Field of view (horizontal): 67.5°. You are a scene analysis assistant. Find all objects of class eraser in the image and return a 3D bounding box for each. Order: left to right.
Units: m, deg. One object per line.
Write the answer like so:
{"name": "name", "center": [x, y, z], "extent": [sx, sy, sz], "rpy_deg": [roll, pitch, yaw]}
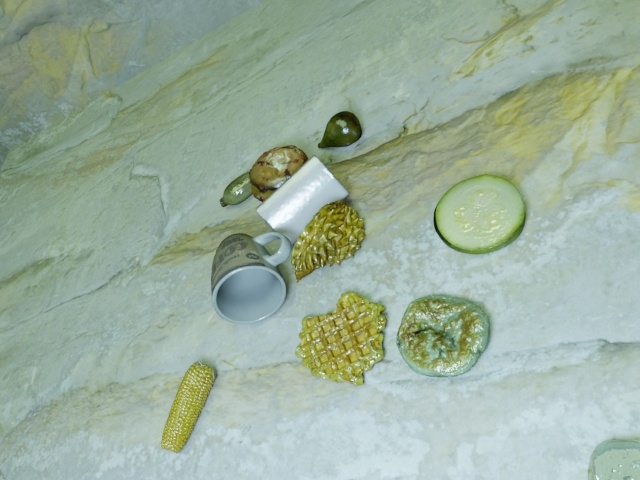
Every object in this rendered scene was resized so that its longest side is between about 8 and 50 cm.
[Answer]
{"name": "eraser", "center": [-0.060, -0.131, 1.592], "extent": [0.270, 0.174, 0.095], "rpy_deg": [-42, 11, 7]}

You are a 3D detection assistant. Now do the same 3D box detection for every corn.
{"name": "corn", "center": [-0.393, 0.489, 1.421], "extent": [0.091, 0.091, 0.260], "rpy_deg": [-28, 38, 59]}

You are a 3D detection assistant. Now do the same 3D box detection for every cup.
{"name": "cup", "center": [-0.219, 0.070, 1.513], "extent": [0.301, 0.227, 0.257], "rpy_deg": [-43, 40, 15]}

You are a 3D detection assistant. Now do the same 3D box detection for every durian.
{"name": "durian", "center": [0.004, -0.013, 1.478], "extent": [0.305, 0.195, 0.185], "rpy_deg": [-47, 55, -9]}

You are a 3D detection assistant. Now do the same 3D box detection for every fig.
{"name": "fig", "center": [0.056, -0.396, 1.754], "extent": [0.185, 0.126, 0.133], "rpy_deg": [-17, 65, 14]}

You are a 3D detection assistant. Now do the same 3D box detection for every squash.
{"name": "squash", "center": [0.448, -0.070, 1.362], "extent": [0.252, 0.049, 0.252], "rpy_deg": [-15, 55, 22]}

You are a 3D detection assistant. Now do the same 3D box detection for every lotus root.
{"name": "lotus root", "center": [-0.316, -0.194, 1.853], "extent": [0.183, 0.077, 0.090], "rpy_deg": [-36, 48, 1]}

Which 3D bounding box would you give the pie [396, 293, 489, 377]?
{"name": "pie", "center": [0.307, 0.236, 1.222], "extent": [0.241, 0.054, 0.240], "rpy_deg": [-16, 53, 22]}

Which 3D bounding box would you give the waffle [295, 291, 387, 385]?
{"name": "waffle", "center": [0.060, 0.266, 1.343], "extent": [0.291, 0.051, 0.291], "rpy_deg": [-16, 53, 21]}

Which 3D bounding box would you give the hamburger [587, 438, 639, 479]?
{"name": "hamburger", "center": [0.588, 0.447, 0.914], "extent": [0.140, 0.062, 0.133], "rpy_deg": [-7, 60, 23]}

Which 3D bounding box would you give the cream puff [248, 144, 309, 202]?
{"name": "cream puff", "center": [-0.141, -0.225, 1.723], "extent": [0.240, 0.164, 0.240], "rpy_deg": [-7, 48, 8]}
